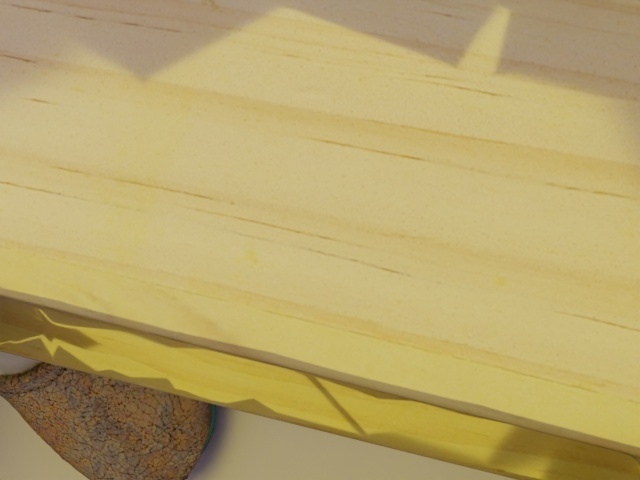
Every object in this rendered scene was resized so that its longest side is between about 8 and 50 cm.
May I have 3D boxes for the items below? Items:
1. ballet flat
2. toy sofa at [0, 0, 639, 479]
[{"bbox_3d":[-0.151,-0.032,0.713,0.107,0.106,0.316,-39,69,25],"label":"ballet flat"},{"bbox_3d":[0.000,0.000,0.535,0.362,0.150,0.177,12,86,16],"label":"toy sofa"}]
